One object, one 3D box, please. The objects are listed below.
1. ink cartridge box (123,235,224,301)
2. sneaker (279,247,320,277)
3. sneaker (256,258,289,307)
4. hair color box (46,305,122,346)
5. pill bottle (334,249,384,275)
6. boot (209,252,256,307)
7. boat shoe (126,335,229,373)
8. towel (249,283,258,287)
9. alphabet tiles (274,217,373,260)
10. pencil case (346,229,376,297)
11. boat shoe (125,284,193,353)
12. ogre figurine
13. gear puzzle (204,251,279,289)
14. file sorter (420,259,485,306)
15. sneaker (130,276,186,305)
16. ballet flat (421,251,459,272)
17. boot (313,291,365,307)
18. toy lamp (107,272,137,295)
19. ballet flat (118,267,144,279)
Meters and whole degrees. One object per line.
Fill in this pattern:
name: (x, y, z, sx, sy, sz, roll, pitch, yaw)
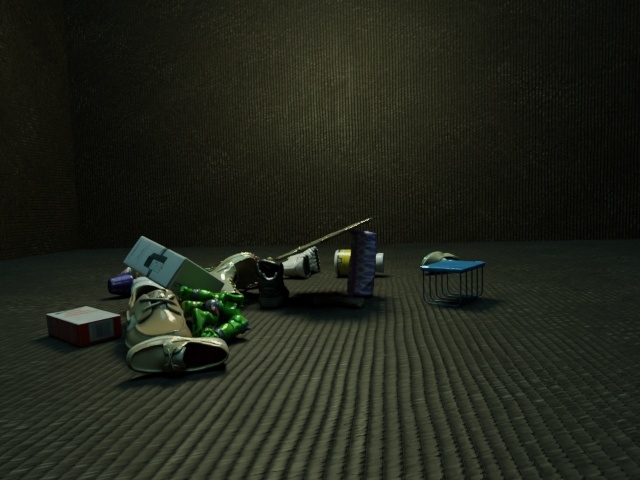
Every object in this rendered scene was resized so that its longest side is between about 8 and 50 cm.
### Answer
ink cartridge box: (-0.364, 0.083, 1.171, 0.208, 0.087, 0.153, 20, -17, 38)
sneaker: (-0.078, 0.090, 1.916, 0.118, 0.110, 0.292, -10, 2, 16)
sneaker: (-0.138, 0.116, 1.381, 0.087, 0.130, 0.227, 0, 2, 1)
hair color box: (-0.528, 0.189, 1.047, 0.167, 0.053, 0.093, 4, 8, 40)
pill bottle: (0.150, 0.086, 1.809, 0.184, 0.103, 0.103, -1, 4, 12)
boot: (-0.239, 0.120, 1.262, 0.213, 0.077, 0.165, -30, 32, -24)
boat shoe: (-0.237, 0.194, 0.795, 0.170, 0.063, 0.059, -3, -2, -23)
towel: (-0.250, 0.147, 1.697, 0.144, 0.029, 0.197, -5, 3, -38)
alphabet tiles: (0.000, 0.000, 1.388, 0.285, 0.011, 0.342, -23, 1, -8)
pencil case: (0.123, 0.068, 1.416, 0.086, 0.206, 0.088, -1, -5, 35)
boat shoe: (-0.349, 0.160, 0.975, 0.121, 0.110, 0.341, -4, 5, -31)
ogre figurine: (-0.227, 0.159, 1.012, 0.118, 0.097, 0.197, 3, 5, -34)
gear puzzle: (-0.283, 0.106, 1.509, 0.339, 0.044, 0.175, -22, -35, 38)
file sorter: (0.372, 0.116, 1.311, 0.118, 0.104, 0.170, 1, 5, 39)
sneaker: (-0.400, 0.158, 1.322, 0.258, 0.094, 0.091, 0, 32, -12)
ballet flat: (0.487, 0.089, 1.866, 0.086, 0.086, 0.248, 1, 4, 36)
boot: (0.053, 0.166, 1.269, 0.114, 0.037, 0.106, 9, 12, 43)
toy lamp: (-0.565, 0.140, 1.578, 0.275, 0.080, 0.080, -4, 5, -38)
ballet flat: (-0.664, 0.121, 1.779, 0.221, 0.077, 0.079, 1, -38, 2)
